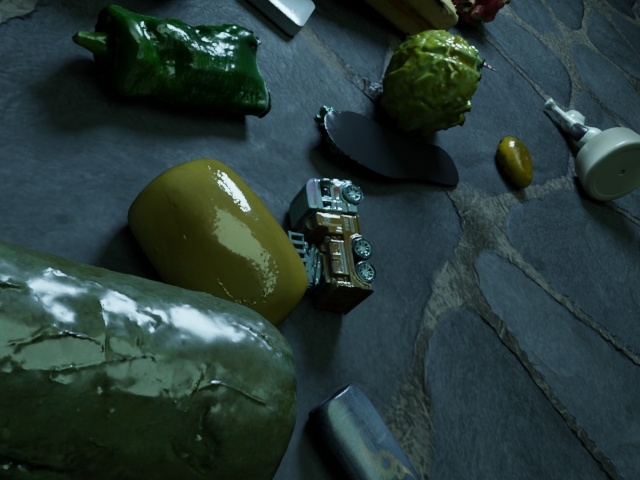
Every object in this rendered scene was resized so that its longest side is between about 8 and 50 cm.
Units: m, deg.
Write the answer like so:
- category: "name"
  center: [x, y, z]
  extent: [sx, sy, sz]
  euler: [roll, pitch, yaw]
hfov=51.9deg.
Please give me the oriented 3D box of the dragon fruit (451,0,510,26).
- category: "dragon fruit"
  center: [0.380, -0.607, 1.589]
  extent: [0.172, 0.160, 0.166]
  euler: [-66, 152, -42]

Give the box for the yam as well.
- category: "yam"
  center: [-0.176, 0.120, 0.543]
  extent: [0.300, 0.195, 0.195]
  euler: [21, 49, -28]

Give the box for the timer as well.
- category: "timer"
  center: [0.656, -0.242, 1.590]
  extent: [0.175, 0.175, 0.266]
  euler: [18, 34, -32]

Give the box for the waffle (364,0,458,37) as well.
- category: "waffle"
  center: [0.118, -0.589, 1.326]
  extent: [0.376, 0.114, 0.260]
  euler: [23, 50, -41]

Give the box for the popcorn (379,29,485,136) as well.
- category: "popcorn"
  center: [0.201, -0.274, 1.176]
  extent: [0.212, 0.198, 0.197]
  euler: [56, 24, -53]

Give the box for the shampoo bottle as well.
- category: "shampoo bottle"
  center: [0.074, 0.279, 0.748]
  extent: [0.087, 0.049, 0.233]
  euler: [-25, 79, -46]

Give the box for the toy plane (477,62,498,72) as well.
- category: "toy plane"
  center: [0.266, -0.356, 1.367]
  extent: [0.194, 0.077, 0.126]
  euler: [-30, 79, -41]

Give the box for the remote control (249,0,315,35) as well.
- category: "remote control"
  center: [-0.122, -0.457, 1.124]
  extent: [0.250, 0.034, 0.103]
  euler: [37, 43, -16]

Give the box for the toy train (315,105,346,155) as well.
- category: "toy train"
  center: [0.025, -0.177, 1.056]
  extent: [0.045, 0.029, 0.092]
  euler: [6, 56, -47]

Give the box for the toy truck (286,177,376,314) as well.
- category: "toy truck"
  center: [-0.001, 0.000, 0.868]
  extent: [0.115, 0.080, 0.177]
  euler: [8, 57, -26]

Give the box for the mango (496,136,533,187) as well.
- category: "mango"
  center: [0.403, -0.161, 1.358]
  extent: [0.079, 0.057, 0.114]
  euler: [-5, 73, -48]

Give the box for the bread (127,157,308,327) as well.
- category: "bread"
  center: [-0.110, 0.006, 0.729]
  extent: [0.147, 0.098, 0.217]
  euler: [-38, 88, -28]

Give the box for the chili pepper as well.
- category: "chili pepper"
  center: [-0.191, -0.237, 0.862]
  extent: [0.271, 0.099, 0.136]
  euler: [-3, 88, -49]

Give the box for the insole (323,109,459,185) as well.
- category: "insole"
  center: [0.131, -0.149, 1.118]
  extent: [0.349, 0.009, 0.118]
  euler: [6, 59, -45]
